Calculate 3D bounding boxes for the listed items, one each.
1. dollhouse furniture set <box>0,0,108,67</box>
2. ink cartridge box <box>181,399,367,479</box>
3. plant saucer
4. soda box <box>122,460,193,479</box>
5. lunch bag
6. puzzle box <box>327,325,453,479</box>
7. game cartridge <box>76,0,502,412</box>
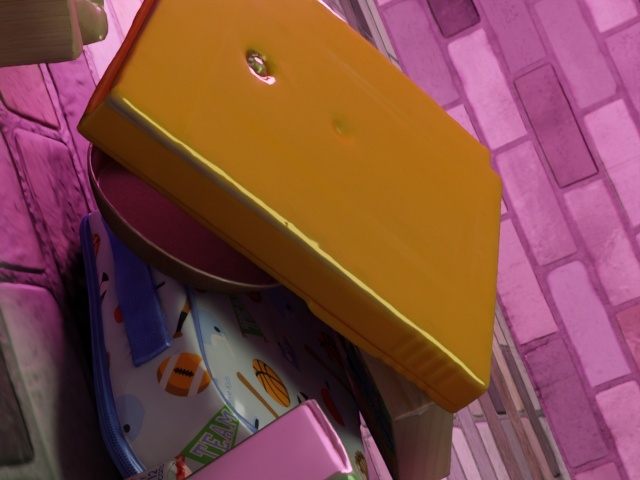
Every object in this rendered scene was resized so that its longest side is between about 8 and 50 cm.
[{"bbox_3d":[-0.273,-0.332,0.935,0.362,0.257,0.394,-72,157,-68],"label":"dollhouse furniture set"},{"bbox_3d":[-0.009,0.267,0.705,0.289,0.211,0.121,58,-4,-15],"label":"ink cartridge box"},{"bbox_3d":[-0.087,-0.018,0.921,0.168,0.029,0.168,25,29,-15],"label":"plant saucer"},{"bbox_3d":[-0.059,0.253,0.855,0.263,0.092,0.083,54,18,-37],"label":"soda box"},{"bbox_3d":[-0.076,0.089,0.972,0.243,0.115,0.303,46,14,-37],"label":"lunch bag"},{"bbox_3d":[0.000,0.000,1.135,0.272,0.052,0.409,77,-12,-67],"label":"puzzle box"},{"bbox_3d":[0.000,-0.065,0.964,0.324,0.053,0.285,40,33,-18],"label":"game cartridge"}]
